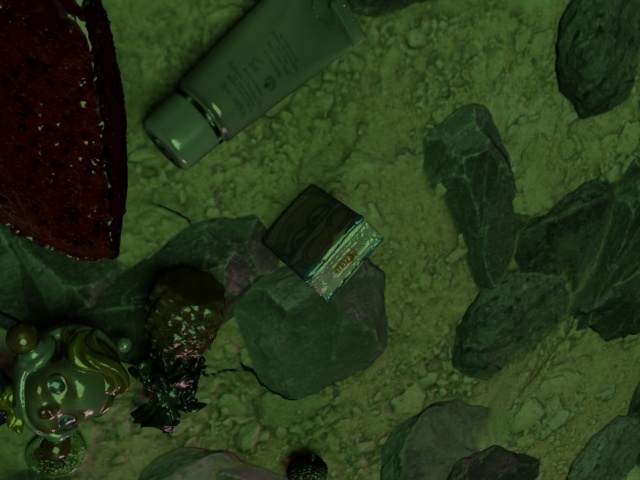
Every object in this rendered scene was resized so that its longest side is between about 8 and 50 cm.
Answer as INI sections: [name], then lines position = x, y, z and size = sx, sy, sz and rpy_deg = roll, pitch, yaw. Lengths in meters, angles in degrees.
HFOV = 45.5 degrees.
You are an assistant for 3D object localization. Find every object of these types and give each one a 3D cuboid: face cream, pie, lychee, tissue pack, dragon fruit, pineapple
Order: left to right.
[dragon fruit]
position = -0.321, -0.146, 0.832
size = 0.205, 0.152, 0.316
rpy_deg = 1, 121, -5
[pie]
position = -0.367, 0.297, 1.065
size = 0.085, 0.017, 0.085
rpy_deg = -10, 116, -21
[pineapple]
position = -0.196, 0.160, 1.039
size = 0.119, 0.111, 0.237
rpy_deg = 12, 112, -14
[face cream]
position = -0.079, -0.215, 0.947
size = 0.314, 0.089, 0.143
rpy_deg = -43, 123, -13
[lychee]
position = -0.022, 0.380, 1.245
size = 0.067, 0.068, 0.083
rpy_deg = 11, 116, 14
[tissue pack]
position = 0.000, 0.000, 1.033
size = 0.115, 0.155, 0.065
rpy_deg = -49, 124, -1

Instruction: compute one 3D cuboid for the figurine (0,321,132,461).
[figurine]
position = -0.377, 0.195, 0.959
size = 0.274, 0.133, 0.194
rpy_deg = -30, 119, 0
